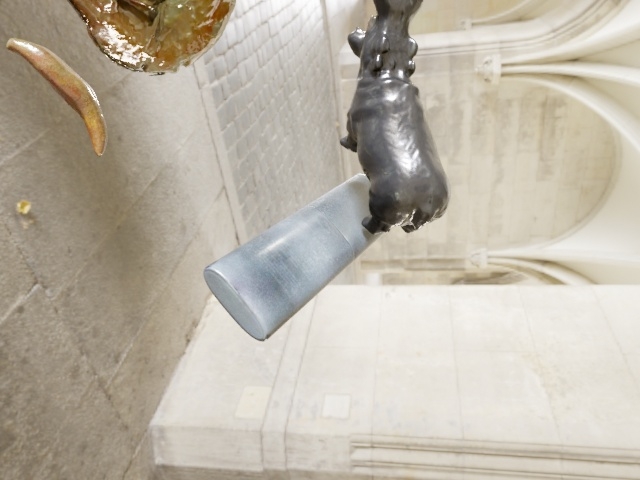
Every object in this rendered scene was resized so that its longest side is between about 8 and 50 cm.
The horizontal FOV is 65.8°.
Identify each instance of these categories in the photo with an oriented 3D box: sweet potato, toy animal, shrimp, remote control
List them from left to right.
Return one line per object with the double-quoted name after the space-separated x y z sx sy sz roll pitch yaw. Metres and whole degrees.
-0.485 -0.287 0.959 0.078 0.058 0.255 -49 115 -35 "sweet potato"
-0.171 -0.235 0.429 0.154 0.062 0.294 -55 159 11 "shrimp"
0.000 0.000 0.688 0.107 0.044 0.377 52 39 0 "remote control"
0.092 -0.177 0.685 0.168 0.106 0.343 175 -93 -68 "toy animal"
